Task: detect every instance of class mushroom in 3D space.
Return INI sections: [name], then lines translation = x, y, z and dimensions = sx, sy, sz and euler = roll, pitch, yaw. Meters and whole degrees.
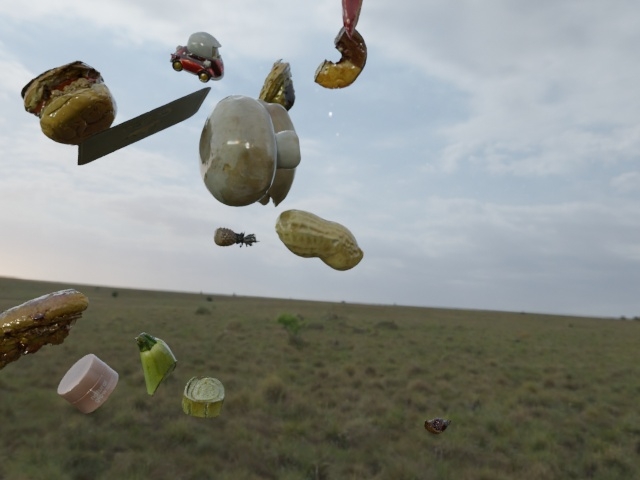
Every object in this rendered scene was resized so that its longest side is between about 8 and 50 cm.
[mushroom]
translation = -0.145, -0.190, 1.247
dimensions = 0.243, 0.244, 0.243
euler = 4, -6, 0

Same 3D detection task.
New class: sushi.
[sushi]
translation = 0.376, 0.592, 1.828
dimensions = 0.099, 0.050, 0.047
euler = 1, -39, -33

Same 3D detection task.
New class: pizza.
[pizza]
translation = -0.607, 0.195, 1.152
dimensions = 0.305, 0.086, 0.161
euler = -30, -19, -7

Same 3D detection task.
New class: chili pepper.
[chili pepper]
translation = 0.072, -0.508, 1.085
dimensions = 0.050, 0.268, 0.059
euler = 10, -4, 23

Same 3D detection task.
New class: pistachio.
[pistachio]
translation = -0.168, -0.256, 1.713
dimensions = 0.207, 0.332, 0.226
euler = -13, 17, -18

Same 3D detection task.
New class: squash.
[squash]
translation = -0.369, 0.274, 1.288
dimensions = 0.090, 0.200, 0.075
euler = -35, 56, -30

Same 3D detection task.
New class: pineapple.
[pineapple]
translation = -0.233, -0.009, 1.584
dimensions = 0.124, 0.058, 0.058
euler = 1, -3, -40

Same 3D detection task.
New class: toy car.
[toy car]
translation = -0.311, -0.482, 1.472
dimensions = 0.139, 0.112, 0.112
euler = 19, 30, -2

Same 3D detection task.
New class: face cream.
[face cream]
translation = -0.711, 0.438, 1.748
dimensions = 0.149, 0.149, 0.104
euler = -3, -46, 51

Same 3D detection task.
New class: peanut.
[peanut]
translation = 0.000, 0.000, 1.769
dimensions = 0.305, 0.147, 0.147
euler = 20, -10, -16

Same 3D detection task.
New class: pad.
[pad]
translation = -0.440, -0.283, 1.484
dimensions = 0.375, 0.063, 0.315
euler = -32, 4, -24

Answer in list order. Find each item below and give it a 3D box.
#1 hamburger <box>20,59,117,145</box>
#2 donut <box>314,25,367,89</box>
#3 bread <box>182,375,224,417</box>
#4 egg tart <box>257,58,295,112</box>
[hamburger]
translation = -0.686, -0.376, 1.588
dimensions = 0.244, 0.163, 0.244
euler = -29, -1, 0
[donut]
translation = 0.072, -0.609, 1.936
dimensions = 0.141, 0.217, 0.085
euler = 31, 16, -21
[bread]
translation = -0.337, 0.451, 1.646
dimensions = 0.117, 0.064, 0.156
euler = 14, 14, -8
[egg tart]
translation = -0.167, -0.518, 2.109
dimensions = 0.132, 0.297, 0.297
euler = 27, -11, -11
